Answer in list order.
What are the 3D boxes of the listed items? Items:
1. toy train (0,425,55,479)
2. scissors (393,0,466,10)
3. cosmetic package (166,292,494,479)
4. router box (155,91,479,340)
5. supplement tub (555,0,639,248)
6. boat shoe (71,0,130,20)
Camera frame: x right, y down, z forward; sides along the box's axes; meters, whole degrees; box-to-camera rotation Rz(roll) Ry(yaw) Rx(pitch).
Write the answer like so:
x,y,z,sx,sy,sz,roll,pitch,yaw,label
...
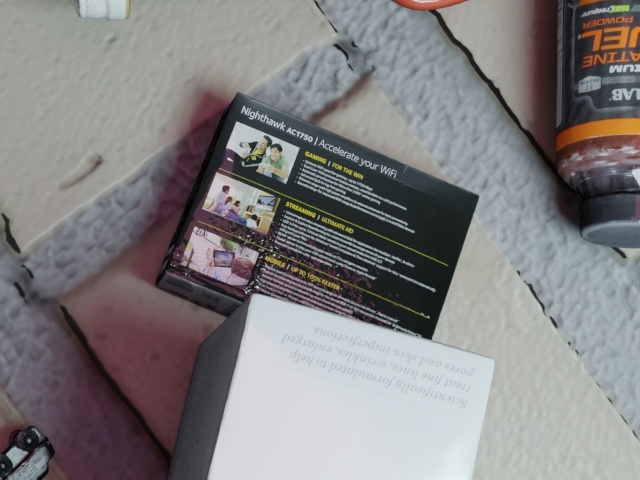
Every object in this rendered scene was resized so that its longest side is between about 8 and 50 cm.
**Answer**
x,y,z,sx,sy,sz,roll,pitch,yaw,label
-0.221,0.176,1.097,0.158,0.027,0.036,-45,101,-19,toy train
-0.003,-0.178,1.233,0.297,0.021,0.109,-25,86,-19,scissors
-0.005,0.135,1.074,0.151,0.183,0.151,15,74,-10,cosmetic package
0.000,0.000,1.179,0.178,0.046,0.133,23,72,-8,router box
0.212,-0.098,1.222,0.106,0.106,0.198,5,76,-12,supplement tub
-0.206,-0.252,1.167,0.096,0.098,0.277,-21,74,-17,boat shoe
